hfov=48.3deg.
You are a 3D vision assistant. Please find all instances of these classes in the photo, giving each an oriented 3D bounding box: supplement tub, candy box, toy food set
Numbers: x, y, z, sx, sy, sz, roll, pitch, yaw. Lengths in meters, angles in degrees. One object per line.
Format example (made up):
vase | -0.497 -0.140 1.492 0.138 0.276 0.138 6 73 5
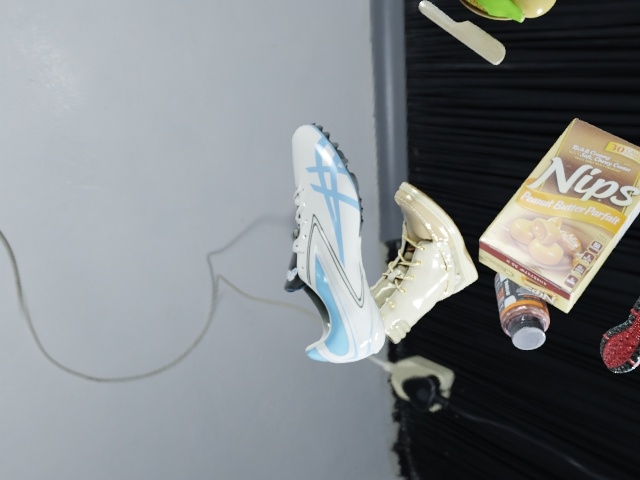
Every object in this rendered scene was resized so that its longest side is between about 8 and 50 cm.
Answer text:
supplement tub | 0.450 0.147 1.591 0.198 0.106 0.106 -83 151 -51
candy box | 0.445 -0.051 1.268 0.316 0.183 0.087 -49 154 -15
toy food set | 0.210 -0.305 0.797 0.192 0.132 0.038 -52 170 -6

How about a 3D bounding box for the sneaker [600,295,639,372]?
sneaker | 0.767 0.218 1.669 0.125 0.104 0.262 -1 136 -27

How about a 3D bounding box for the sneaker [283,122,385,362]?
sneaker | 0.000 0.000 0.688 0.086 0.085 0.237 -10 80 -11

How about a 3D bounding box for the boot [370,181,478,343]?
boot | 0.135 0.045 1.173 0.203 0.095 0.262 -40 136 -3
